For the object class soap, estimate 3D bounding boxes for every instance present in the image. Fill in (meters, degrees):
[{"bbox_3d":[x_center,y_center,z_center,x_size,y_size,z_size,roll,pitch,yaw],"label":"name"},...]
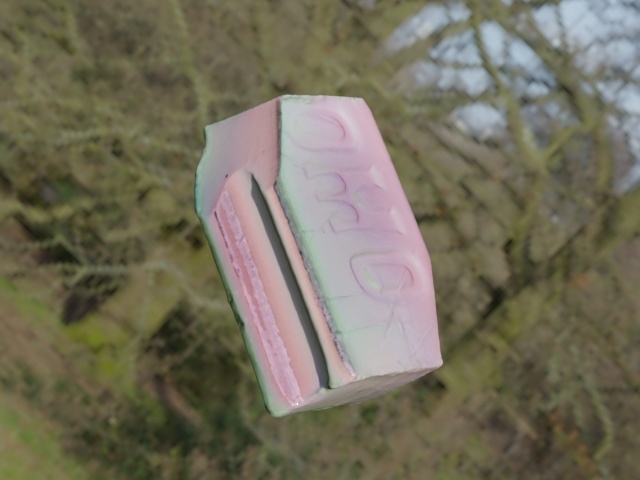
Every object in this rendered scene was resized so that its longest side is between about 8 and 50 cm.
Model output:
[{"bbox_3d":[0.000,0.000,0.762,0.100,0.056,0.149,0,65,-53],"label":"soap"}]
